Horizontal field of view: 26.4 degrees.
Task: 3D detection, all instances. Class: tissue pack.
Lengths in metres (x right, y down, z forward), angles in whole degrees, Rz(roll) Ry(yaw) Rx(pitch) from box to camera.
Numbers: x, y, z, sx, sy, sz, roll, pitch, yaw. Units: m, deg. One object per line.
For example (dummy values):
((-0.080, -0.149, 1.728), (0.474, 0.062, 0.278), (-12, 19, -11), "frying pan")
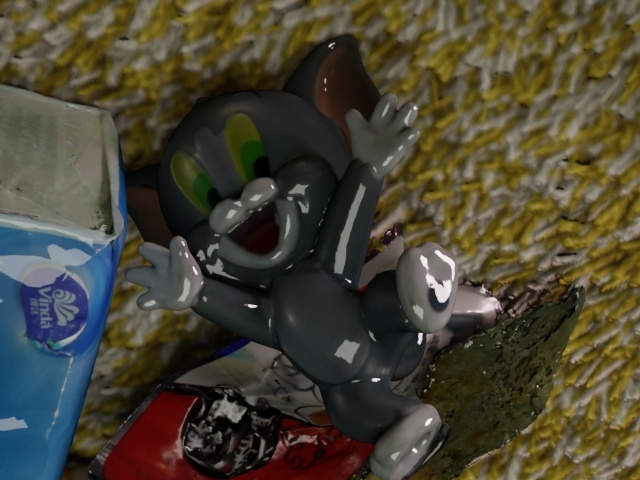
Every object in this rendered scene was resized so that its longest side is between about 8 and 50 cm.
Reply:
((-0.210, 0.058, 0.815), (0.146, 0.198, 0.263), (13, 114, -15), "tissue pack")

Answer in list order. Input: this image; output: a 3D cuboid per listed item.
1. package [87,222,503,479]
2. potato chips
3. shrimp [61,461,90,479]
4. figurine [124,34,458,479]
((-0.007, 0.105, 0.935), (0.269, 0.071, 0.194), (-43, 121, 18), "package")
((0.111, 0.109, 0.945), (0.209, 0.026, 0.142), (-44, 139, 6), "potato chips")
((-0.136, 0.250, 0.997), (0.287, 0.063, 0.152), (27, 98, -16), "shrimp")
((0.004, 0.003, 0.799), (0.193, 0.140, 0.265), (-44, 79, 11), "figurine")
